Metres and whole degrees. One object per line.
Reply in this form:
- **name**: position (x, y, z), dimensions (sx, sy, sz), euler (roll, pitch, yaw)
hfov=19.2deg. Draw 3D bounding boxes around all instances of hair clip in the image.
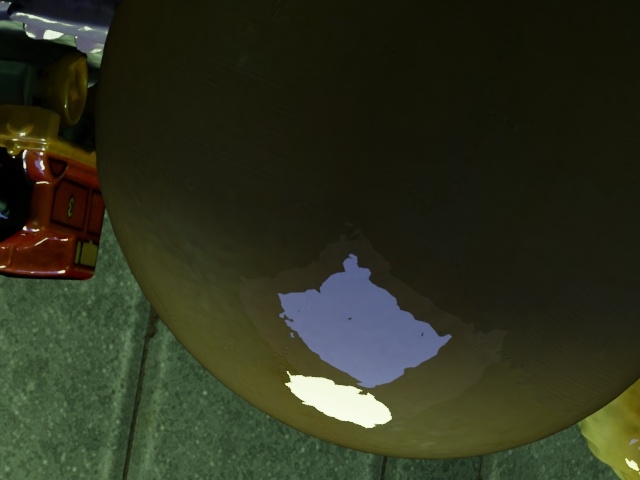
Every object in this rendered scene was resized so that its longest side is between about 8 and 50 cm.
- **hair clip**: position (-0.110, -0.147, 1.312), dimensions (0.278, 0.090, 0.137), euler (22, 152, -30)

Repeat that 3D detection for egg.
- **egg**: position (0.047, -0.045, 0.918), dimensions (0.301, 0.301, 0.374), euler (8, 174, 15)

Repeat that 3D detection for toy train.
- **toy train**: position (-0.304, -0.077, 1.968), dimensions (0.163, 0.231, 0.369), euler (5, 177, 10)

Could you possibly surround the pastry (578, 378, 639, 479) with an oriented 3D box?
- **pastry**: position (0.384, 0.068, 1.522), dimensions (0.388, 0.388, 0.312), euler (8, -148, 20)
